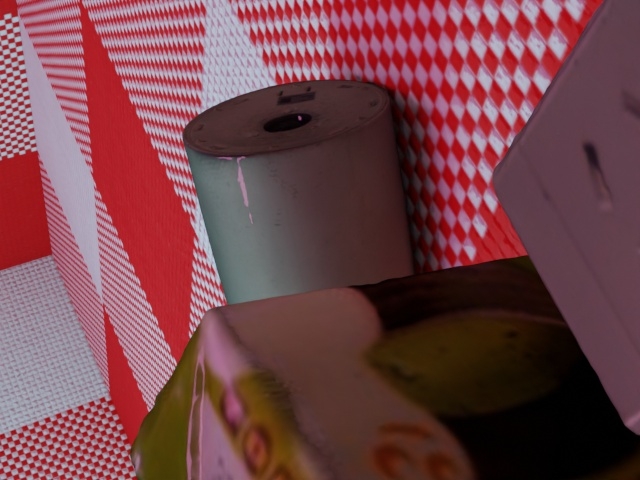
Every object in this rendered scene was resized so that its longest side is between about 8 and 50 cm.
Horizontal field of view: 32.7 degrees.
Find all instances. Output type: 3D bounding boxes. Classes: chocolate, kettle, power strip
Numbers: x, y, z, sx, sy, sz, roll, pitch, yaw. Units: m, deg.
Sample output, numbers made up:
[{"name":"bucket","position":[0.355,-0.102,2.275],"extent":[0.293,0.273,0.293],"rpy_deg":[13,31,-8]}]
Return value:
[{"name":"chocolate","position":[0.094,0.139,0.562],"extent":[0.289,0.301,0.137],"rpy_deg":[51,140,42]},{"name":"kettle","position":[0.000,0.000,0.916],"extent":[0.240,0.165,0.255],"rpy_deg":[-82,-20,-64]},{"name":"power strip","position":[0.179,-0.041,0.395],"extent":[0.224,0.139,0.140],"rpy_deg":[113,136,-61]}]
